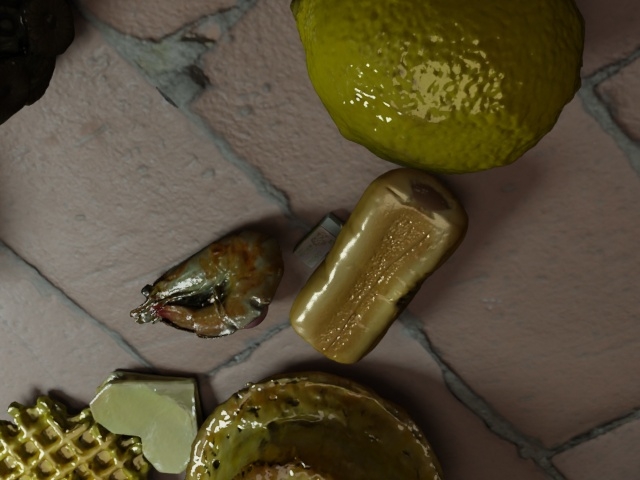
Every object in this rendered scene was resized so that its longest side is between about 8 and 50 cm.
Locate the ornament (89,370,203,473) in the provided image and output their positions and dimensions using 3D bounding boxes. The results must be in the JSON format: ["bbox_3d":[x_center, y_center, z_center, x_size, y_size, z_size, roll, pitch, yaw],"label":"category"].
[{"bbox_3d":[-0.266,0.281,1.390,0.201,0.059,0.180,41,114,-12],"label":"ornament"}]

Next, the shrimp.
[{"bbox_3d":[-0.171,0.078,1.202,0.294,0.154,0.062,-21,145,35],"label":"shrimp"}]

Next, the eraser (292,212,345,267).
[{"bbox_3d":[0.000,0.000,1.176,0.038,0.019,0.083,38,121,-11],"label":"eraser"}]

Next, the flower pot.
[{"bbox_3d":[-0.466,-0.255,1.003,0.301,0.213,0.302,6,123,9],"label":"flower pot"}]

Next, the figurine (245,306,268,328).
[{"bbox_3d":[-0.107,0.094,1.226,0.083,0.071,0.067,-25,131,27],"label":"figurine"}]

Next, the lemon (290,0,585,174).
[{"bbox_3d":[0.120,-0.203,0.880,0.321,0.268,0.268,10,123,2],"label":"lemon"}]

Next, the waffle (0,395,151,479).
[{"bbox_3d":[-0.451,0.424,1.464,0.311,0.060,0.307,21,99,-3],"label":"waffle"}]

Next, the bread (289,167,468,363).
[{"bbox_3d":[0.073,0.036,1.140,0.142,0.091,0.305,34,122,-2],"label":"bread"}]

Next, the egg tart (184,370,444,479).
[{"bbox_3d":[-0.015,0.419,1.299,0.442,0.178,0.444,3,106,12],"label":"egg tart"}]
